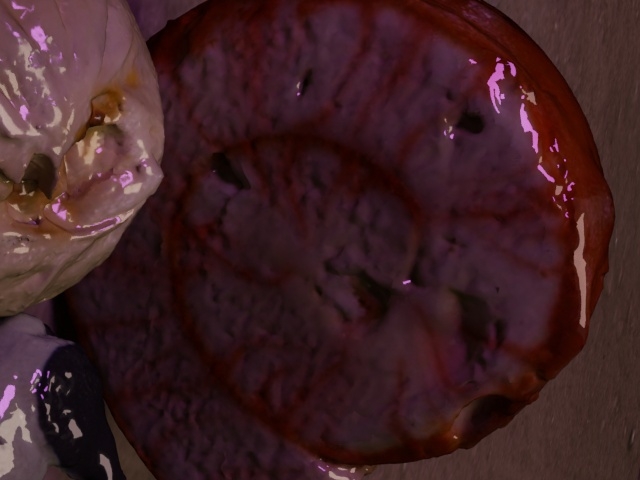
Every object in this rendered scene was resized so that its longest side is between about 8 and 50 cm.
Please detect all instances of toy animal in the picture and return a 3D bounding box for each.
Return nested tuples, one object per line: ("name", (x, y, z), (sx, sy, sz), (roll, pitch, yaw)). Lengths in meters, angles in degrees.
("toy animal", (-0.186, 0.142, 0.837), (0.225, 0.094, 0.121), (-59, 142, -17))

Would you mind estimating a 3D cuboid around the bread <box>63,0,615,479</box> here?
("bread", (0.000, -0.004, 0.906), (0.295, 0.327, 0.114), (60, 27, 3))

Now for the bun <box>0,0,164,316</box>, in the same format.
("bun", (-0.148, -0.052, 0.779), (0.222, 0.127, 0.222), (14, 90, -69))
